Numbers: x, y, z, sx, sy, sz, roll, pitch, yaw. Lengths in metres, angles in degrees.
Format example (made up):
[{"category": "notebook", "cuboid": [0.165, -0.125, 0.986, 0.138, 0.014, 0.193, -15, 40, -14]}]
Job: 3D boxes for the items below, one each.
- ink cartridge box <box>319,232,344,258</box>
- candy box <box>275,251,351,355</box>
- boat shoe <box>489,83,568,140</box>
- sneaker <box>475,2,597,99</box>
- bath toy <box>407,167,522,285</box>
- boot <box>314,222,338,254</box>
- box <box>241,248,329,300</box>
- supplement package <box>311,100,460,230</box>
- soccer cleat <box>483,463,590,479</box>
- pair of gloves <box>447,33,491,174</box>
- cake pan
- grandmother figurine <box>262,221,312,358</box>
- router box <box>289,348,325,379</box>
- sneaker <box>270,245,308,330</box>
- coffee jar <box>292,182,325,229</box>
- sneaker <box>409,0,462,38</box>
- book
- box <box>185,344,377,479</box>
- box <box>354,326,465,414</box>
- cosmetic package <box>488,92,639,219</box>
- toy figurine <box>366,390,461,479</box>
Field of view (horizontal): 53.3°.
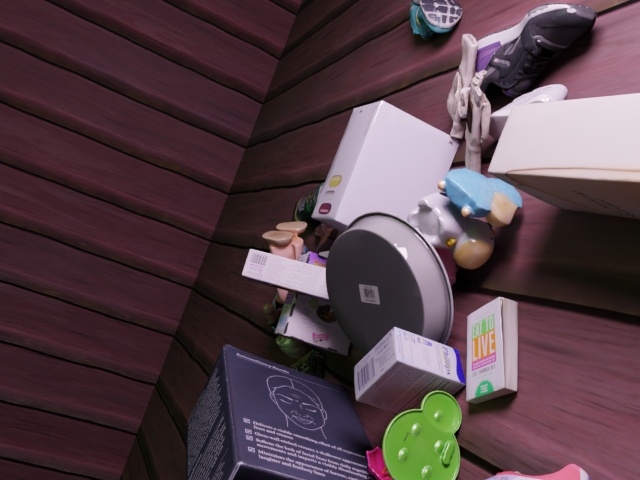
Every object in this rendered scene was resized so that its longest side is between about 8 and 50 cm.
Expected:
[{"category": "ink cartridge box", "cuboid": [0.051, 0.035, 1.609, 0.171, 0.056, 0.235, -11, 61, 66]}, {"category": "candy box", "cuboid": [0.007, 0.144, 1.448, 0.070, 0.165, 0.196, -11, 59, 67]}, {"category": "boat shoe", "cuboid": [0.357, -0.226, 1.115, 0.063, 0.066, 0.184, -45, 3, -18]}, {"category": "sneaker", "cuboid": [0.377, -0.321, 1.135, 0.283, 0.107, 0.124, 177, 100, -72]}, {"category": "bath toy", "cuboid": [0.206, 0.018, 1.151, 0.151, 0.129, 0.348, 58, 140, 18]}, {"category": "boot", "cuboid": [0.000, 0.000, 1.787, 0.106, 0.037, 0.114, -55, 24, -3]}, {"category": "box", "cuboid": [-0.006, 0.091, 1.353, 0.063, 0.324, 0.067, 51, -127, -71]}, {"category": "supplement package", "cuboid": [0.135, -0.128, 1.350, 0.145, 0.204, 0.261, 11, 79, 68]}, {"category": "soccer cleat", "cuboid": [0.221, 0.360, 0.833, 0.116, 0.109, 0.318, -54, 8, -33]}, {"category": "pair of gloves", "cuboid": [0.280, -0.259, 1.227, 0.240, 0.042, 0.204, -90, -1, -46]}, {"category": "cake pan", "cuboid": [0.109, 0.094, 1.154, 0.293, 0.054, 0.293, 24, 121, 46]}, {"category": "grandmother figurine", "cuboid": [-0.072, 0.138, 1.552, 0.104, 0.208, 0.342, 10, 117, 36]}, {"category": "router box", "cuboid": [-0.036, 0.330, 1.549, 0.122, 0.038, 0.092, -44, 32, 46]}, {"category": "sneaker", "cuboid": [-0.054, 0.127, 1.752, 0.125, 0.104, 0.261, -14, 59, 44]}, {"category": "coffee jar", "cuboid": [-0.014, -0.096, 1.860, 0.184, 0.079, 0.096, -30, 42, 59]}, {"category": "sneaker", "cuboid": [0.282, -0.562, 1.613, 0.275, 0.107, 0.109, -96, 14, -59]}, {"category": "book", "cuboid": [0.264, 0.172, 0.990, 0.096, 0.035, 0.144, -45, 32, 54]}, {"category": "box", "cuboid": [-0.078, 0.411, 1.188, 0.211, 0.294, 0.395, -63, 18, 12]}, {"category": "box", "cuboid": [0.147, 0.225, 1.066, 0.126, 0.137, 0.072, -52, 25, 36]}, {"category": "cosmetic package", "cuboid": [0.375, -0.101, 0.804, 0.113, 0.160, 0.309, -69, 20, 0]}, {"category": "toy figurine", "cuboid": [0.139, 0.337, 1.041, 0.173, 0.130, 0.159, -55, 2, -32]}]
